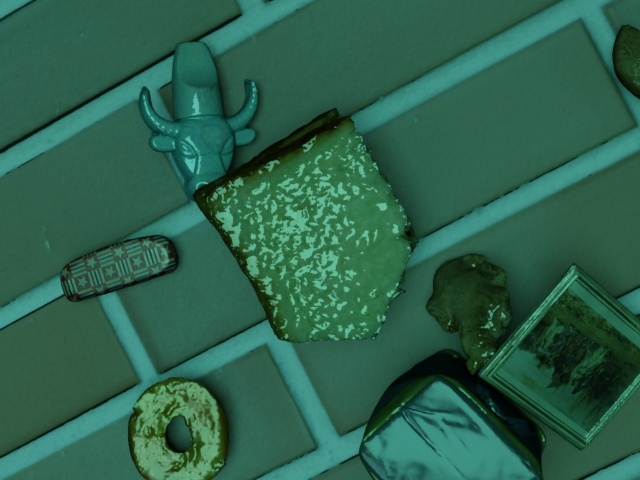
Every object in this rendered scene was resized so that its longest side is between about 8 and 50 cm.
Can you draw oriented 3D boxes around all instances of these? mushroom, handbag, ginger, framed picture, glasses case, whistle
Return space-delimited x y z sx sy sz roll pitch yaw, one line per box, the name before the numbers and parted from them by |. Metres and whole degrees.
mushroom | 0.516 -0.236 1.838 0.210 0.072 0.094 37 106 5
handbag | 0.196 0.306 1.827 0.263 0.241 0.222 42 98 7
ginger | 0.230 0.098 1.842 0.074 0.213 0.137 25 107 -22
framed picture | 0.378 0.178 1.816 0.274 0.017 0.217 34 97 -34
glasses case | -0.322 0.042 1.990 0.195 0.049 0.073 -17 88 9
whistle | -0.187 -0.174 1.941 0.186 0.093 0.273 -7 89 -18

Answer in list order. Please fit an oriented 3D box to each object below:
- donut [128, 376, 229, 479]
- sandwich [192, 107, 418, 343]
donut | -0.222 0.303 1.981 0.162 0.065 0.178 6 92 4
sandwich | 0.000 0.000 1.865 0.262 0.131 0.325 -31 97 -4
